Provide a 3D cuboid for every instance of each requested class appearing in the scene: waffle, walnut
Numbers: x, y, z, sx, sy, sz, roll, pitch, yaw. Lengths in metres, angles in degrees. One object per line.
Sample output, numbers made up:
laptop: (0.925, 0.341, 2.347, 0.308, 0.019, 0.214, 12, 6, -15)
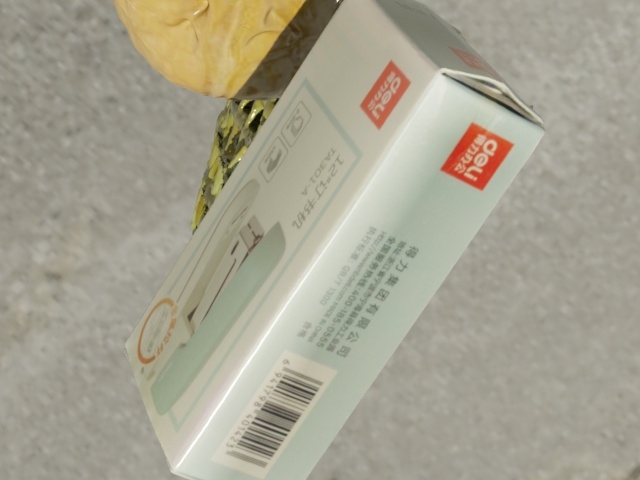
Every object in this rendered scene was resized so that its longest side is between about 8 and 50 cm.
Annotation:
waffle: (-0.058, -0.117, 1.563, 0.073, 0.317, 0.297, 23, 66, -17)
walnut: (-0.051, -0.198, 1.069, 0.193, 0.193, 0.226, -35, 153, -21)

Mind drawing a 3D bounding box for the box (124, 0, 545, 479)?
box: (0.000, 0.000, 0.878, 0.079, 0.135, 0.269, 24, 109, -30)
